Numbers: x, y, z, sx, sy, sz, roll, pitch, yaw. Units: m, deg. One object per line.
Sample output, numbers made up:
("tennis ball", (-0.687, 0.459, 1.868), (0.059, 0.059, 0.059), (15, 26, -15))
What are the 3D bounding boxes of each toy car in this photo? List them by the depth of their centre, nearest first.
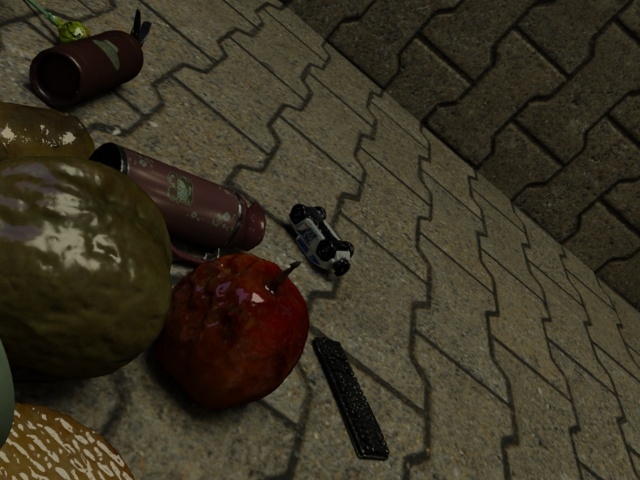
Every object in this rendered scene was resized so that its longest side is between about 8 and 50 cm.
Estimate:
("toy car", (0.000, 0.000, 1.459), (0.080, 0.070, 0.170), (3, 44, -55))

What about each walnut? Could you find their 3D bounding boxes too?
("walnut", (-0.295, 0.030, 0.782), (0.283, 0.283, 0.227), (21, 4, -40))

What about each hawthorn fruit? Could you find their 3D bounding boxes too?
("hawthorn fruit", (-0.097, 0.098, 0.961), (0.207, 0.243, 0.207), (32, 29, -20))

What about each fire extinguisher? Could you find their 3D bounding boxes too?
("fire extinguisher", (-0.398, -0.348, 1.337), (0.102, 0.138, 0.344), (22, 27, 2))

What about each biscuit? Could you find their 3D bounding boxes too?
("biscuit", (-0.275, 0.263, 0.680), (0.254, 0.035, 0.254), (33, 27, -19))

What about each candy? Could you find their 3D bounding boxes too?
("candy", (-0.523, -0.431, 1.399), (0.194, 0.058, 0.062), (39, 55, 13))

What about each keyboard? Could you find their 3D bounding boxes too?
("keyboard", (0.051, 0.255, 1.194), (0.072, 0.023, 0.231), (22, 33, -43))

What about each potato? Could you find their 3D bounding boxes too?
("potato", (-0.418, -0.150, 1.067), (0.164, 0.081, 0.200), (53, 28, 18))

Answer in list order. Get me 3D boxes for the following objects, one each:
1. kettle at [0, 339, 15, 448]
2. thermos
("kettle", (-0.394, 0.171, 0.456), (0.342, 0.247, 0.319), (-41, 108, -52))
("thermos", (-0.210, -0.043, 1.162), (0.330, 0.109, 0.136), (20, 34, -46))
